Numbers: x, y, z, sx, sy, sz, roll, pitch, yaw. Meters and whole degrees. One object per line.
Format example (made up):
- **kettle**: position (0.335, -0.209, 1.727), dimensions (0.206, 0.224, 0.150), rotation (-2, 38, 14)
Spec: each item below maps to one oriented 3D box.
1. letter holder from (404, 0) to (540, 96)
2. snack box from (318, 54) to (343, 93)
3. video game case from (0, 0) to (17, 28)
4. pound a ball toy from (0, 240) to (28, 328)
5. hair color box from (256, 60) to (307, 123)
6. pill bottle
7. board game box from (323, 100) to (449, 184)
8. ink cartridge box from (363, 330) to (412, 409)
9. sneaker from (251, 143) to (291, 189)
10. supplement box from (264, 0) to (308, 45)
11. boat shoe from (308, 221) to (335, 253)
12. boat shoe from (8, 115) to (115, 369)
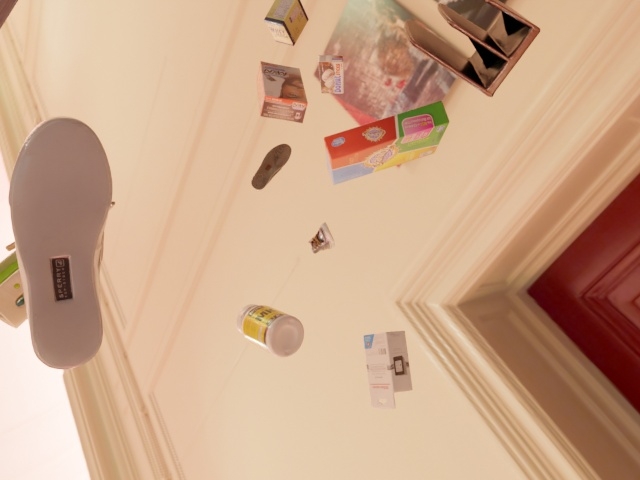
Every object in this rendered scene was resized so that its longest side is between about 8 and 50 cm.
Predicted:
- **letter holder**: position (0.307, -0.466, 1.122), dimensions (0.215, 0.152, 0.301), rotation (28, -149, -8)
- **snack box**: position (0.030, -0.444, 1.396), dimensions (0.064, 0.178, 0.022), rotation (0, -100, 3)
- **video game case**: position (-0.563, -0.446, 0.904), dimensions (0.026, 0.196, 0.274), rotation (22, -141, -47)
- **pound a ball toy**: position (-0.697, 0.059, 1.310), dimensions (0.208, 0.135, 0.319), rotation (8, -133, 39)
- **hair color box**: position (-0.085, -0.323, 1.123), dimensions (0.093, 0.053, 0.167), rotation (6, -138, -16)
- **pill bottle**: position (-0.151, 0.251, 1.488), dimensions (0.119, 0.119, 0.209), rotation (-1, -174, -37)
- **board game box**: position (0.172, -0.259, 1.427), dimensions (0.317, 0.242, 0.064), rotation (-18, -100, 0)
- **ink cartridge box**: position (0.166, 0.318, 1.280), dimensions (0.060, 0.104, 0.180), rotation (1, -104, -29)
- **sneaker**: position (-0.204, -0.304, 2.116), dimensions (0.083, 0.222, 0.118), rotation (41, -177, -9)
- **supplement box**: position (-0.082, -0.541, 1.272), dimensions (0.056, 0.083, 0.083), rotation (23, 170, 24)
- **boat shoe**: position (0.000, 0.000, 1.747), dimensions (0.083, 0.183, 0.065), rotation (-23, -110, -1)
- **boat shoe**: position (-0.388, -0.003, 0.791), dimensions (0.136, 0.366, 0.156), rotation (-6, -164, -29)
